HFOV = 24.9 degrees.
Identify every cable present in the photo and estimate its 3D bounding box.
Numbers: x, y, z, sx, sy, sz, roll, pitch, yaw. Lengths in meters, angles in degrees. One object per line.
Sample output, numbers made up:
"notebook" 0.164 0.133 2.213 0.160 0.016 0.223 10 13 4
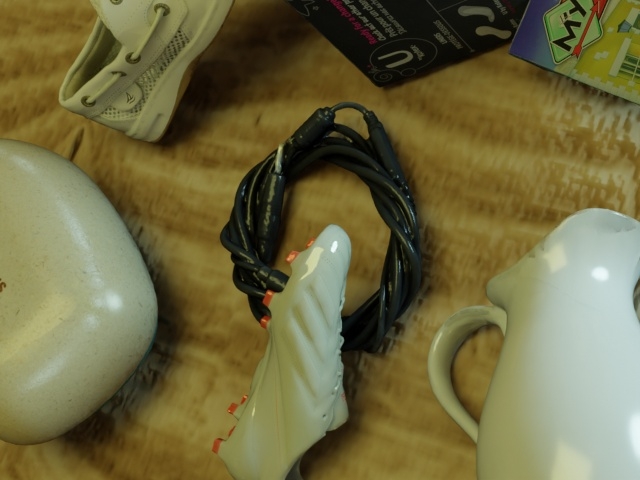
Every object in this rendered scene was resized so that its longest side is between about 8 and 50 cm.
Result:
"cable" 0.000 0.000 1.011 0.150 0.047 0.184 -30 60 19

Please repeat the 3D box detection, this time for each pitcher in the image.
"pitcher" 0.135 0.109 0.859 0.178 0.125 0.207 -34 45 41

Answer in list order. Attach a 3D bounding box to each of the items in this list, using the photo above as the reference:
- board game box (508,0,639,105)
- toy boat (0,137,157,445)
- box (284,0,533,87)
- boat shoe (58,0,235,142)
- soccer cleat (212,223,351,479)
"board game box" 0.257 -0.227 0.874 0.213 0.046 0.317 31 103 47
"toy boat" -0.277 0.074 1.109 0.318 0.148 0.267 -40 62 4
"box" 0.047 -0.260 1.006 0.142 0.163 0.247 -20 63 22
"boat shoe" -0.124 -0.177 1.038 0.277 0.096 0.098 120 151 -42
"soccer cleat" -0.008 0.083 0.956 0.076 0.068 0.196 26 112 14
